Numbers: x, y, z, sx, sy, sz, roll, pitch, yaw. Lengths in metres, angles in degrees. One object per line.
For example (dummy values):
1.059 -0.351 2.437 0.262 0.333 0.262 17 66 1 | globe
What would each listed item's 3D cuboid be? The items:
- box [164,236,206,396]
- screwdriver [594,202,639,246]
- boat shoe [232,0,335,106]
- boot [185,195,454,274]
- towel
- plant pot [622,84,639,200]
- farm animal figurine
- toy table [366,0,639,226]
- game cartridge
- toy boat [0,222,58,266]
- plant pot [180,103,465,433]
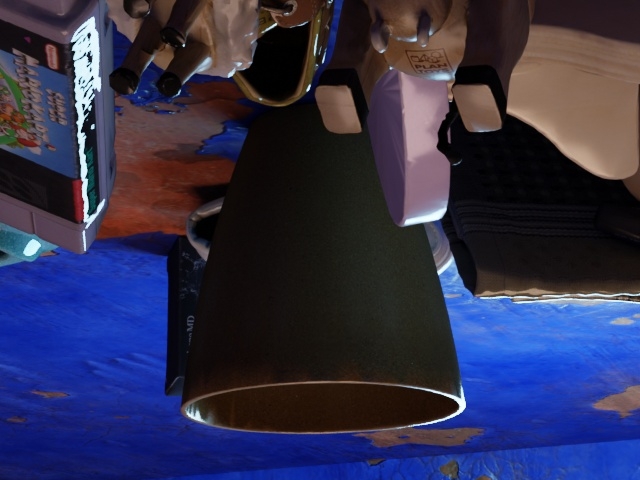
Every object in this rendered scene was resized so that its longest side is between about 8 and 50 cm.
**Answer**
-0.083 0.085 1.938 0.158 0.156 0.093 3 163 -13 | box
0.264 0.005 1.202 0.170 0.024 0.025 14 126 7 | screwdriver
-0.036 -0.174 1.125 0.111 0.104 0.307 -4 164 10 | boat shoe
0.000 0.000 1.753 0.258 0.095 0.123 -3 171 11 | boot
0.226 -0.043 1.329 0.324 0.312 0.056 3 126 -11 | towel
0.344 -0.102 1.135 0.280 0.323 0.323 9 173 35 | plant pot
0.060 -0.193 0.814 0.330 0.172 0.326 12 137 10 | farm animal figurine
0.104 -0.145 1.042 0.161 0.252 0.274 -10 132 -5 | toy table
-0.227 -0.116 1.033 0.230 0.068 0.355 26 156 7 | game cartridge
-0.369 -0.028 1.534 0.267 0.148 0.318 -9 163 26 | toy boat
-0.003 0.021 1.544 0.237 0.254 0.237 -2 164 -1 | plant pot
